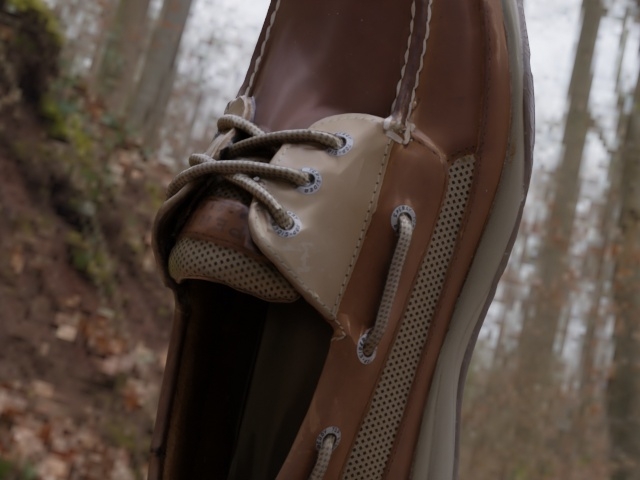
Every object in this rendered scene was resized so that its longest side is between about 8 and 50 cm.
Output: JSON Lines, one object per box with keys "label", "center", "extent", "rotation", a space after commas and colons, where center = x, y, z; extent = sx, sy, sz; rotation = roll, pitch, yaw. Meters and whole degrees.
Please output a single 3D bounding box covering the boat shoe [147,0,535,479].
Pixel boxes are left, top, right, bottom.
{"label": "boat shoe", "center": [0.000, 0.000, 0.685], "extent": [0.123, 0.325, 0.116], "rotation": [2, -6, 44]}
